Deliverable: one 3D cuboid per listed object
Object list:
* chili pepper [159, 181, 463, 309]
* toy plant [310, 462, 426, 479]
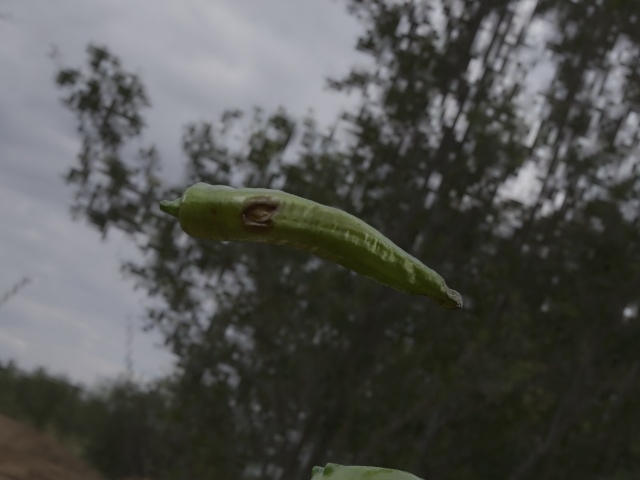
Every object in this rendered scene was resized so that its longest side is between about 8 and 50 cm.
[{"bbox_3d":[0.000,0.000,1.015,0.208,0.049,0.043,18,20,-5],"label":"chili pepper"},{"bbox_3d":[0.046,0.312,0.997,0.184,0.316,0.224,-2,-24,38],"label":"toy plant"}]
